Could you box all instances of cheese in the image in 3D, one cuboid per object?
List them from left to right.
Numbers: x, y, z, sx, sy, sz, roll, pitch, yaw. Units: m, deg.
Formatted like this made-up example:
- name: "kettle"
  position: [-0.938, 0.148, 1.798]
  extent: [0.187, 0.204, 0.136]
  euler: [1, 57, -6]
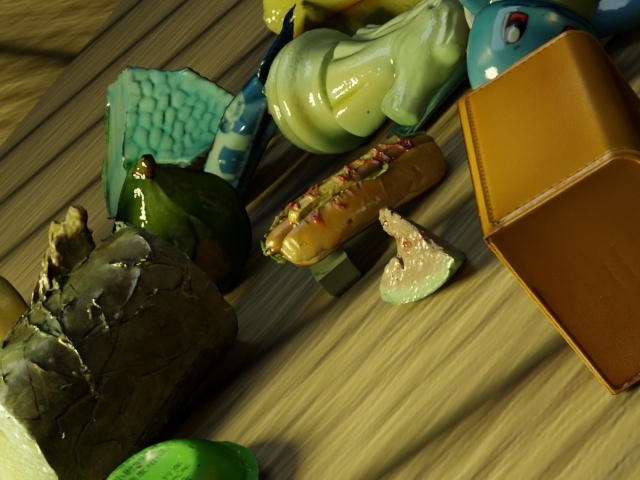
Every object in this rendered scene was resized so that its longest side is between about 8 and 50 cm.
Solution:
- name: "cheese"
  position: [-0.128, 0.276, 1.500]
  extent: [0.204, 0.083, 0.320]
  euler: [-40, 30, -27]

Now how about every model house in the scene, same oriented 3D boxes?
- name: "model house"
  position: [-0.213, -0.147, 2.379]
  extent: [0.261, 0.241, 0.225]
  euler: [174, 95, -74]

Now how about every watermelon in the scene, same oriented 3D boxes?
- name: "watermelon"
  position: [0.103, 0.022, 1.604]
  extent: [0.155, 0.080, 0.101]
  euler: [23, 77, 51]

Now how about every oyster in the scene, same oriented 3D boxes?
- name: "oyster"
  position: [-0.326, 0.104, 1.970]
  extent: [0.221, 0.096, 0.361]
  euler: [-97, 19, -68]

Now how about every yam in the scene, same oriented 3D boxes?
- name: "yam"
  position: [-0.260, 0.162, 1.768]
  extent: [0.241, 0.241, 0.348]
  euler: [-10, 37, 55]

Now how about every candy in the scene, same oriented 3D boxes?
- name: "candy"
  position: [-0.103, -0.162, 2.158]
  extent: [0.187, 0.077, 0.331]
  euler: [-70, 5, -55]

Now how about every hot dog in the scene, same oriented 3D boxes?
- name: "hot dog"
  position: [0.035, -0.053, 1.776]
  extent: [0.250, 0.076, 0.104]
  euler: [-30, 25, -14]

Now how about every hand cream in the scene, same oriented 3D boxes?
- name: "hand cream"
  position: [0.169, -0.213, 1.962]
  extent: [0.224, 0.048, 0.083]
  euler: [-49, 17, -2]

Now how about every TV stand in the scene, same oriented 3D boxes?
- name: "TV stand"
  position: [0.000, 0.000, 1.857]
  extent: [0.049, 0.040, 0.256]
  euler: [-40, 21, 4]

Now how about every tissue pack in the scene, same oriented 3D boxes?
- name: "tissue pack"
  position: [0.237, -0.035, 1.300]
  extent: [0.145, 0.194, 0.274]
  euler: [-32, 24, 17]

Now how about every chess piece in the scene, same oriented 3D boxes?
- name: "chess piece"
  position: [0.078, -0.214, 1.946]
  extent: [0.298, 0.176, 0.175]
  euler: [-14, 36, 51]

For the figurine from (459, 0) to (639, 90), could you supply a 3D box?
- name: "figurine"
  position: [0.257, -0.320, 1.766]
  extent: [0.416, 0.298, 0.243]
  euler: [-73, 1, -55]

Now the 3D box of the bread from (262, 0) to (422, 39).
- name: "bread"
  position: [0.101, -0.398, 2.160]
  extent: [0.362, 0.233, 0.245]
  euler: [-16, 34, 51]

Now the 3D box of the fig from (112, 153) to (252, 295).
- name: "fig"
  position: [-0.195, -0.024, 1.984]
  extent: [0.195, 0.245, 0.195]
  euler: [-20, 36, 15]

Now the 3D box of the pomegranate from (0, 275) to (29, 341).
- name: "pomegranate"
  position: [-0.546, 0.182, 2.124]
  extent: [0.332, 0.332, 0.332]
  euler: [-36, 22, 18]
